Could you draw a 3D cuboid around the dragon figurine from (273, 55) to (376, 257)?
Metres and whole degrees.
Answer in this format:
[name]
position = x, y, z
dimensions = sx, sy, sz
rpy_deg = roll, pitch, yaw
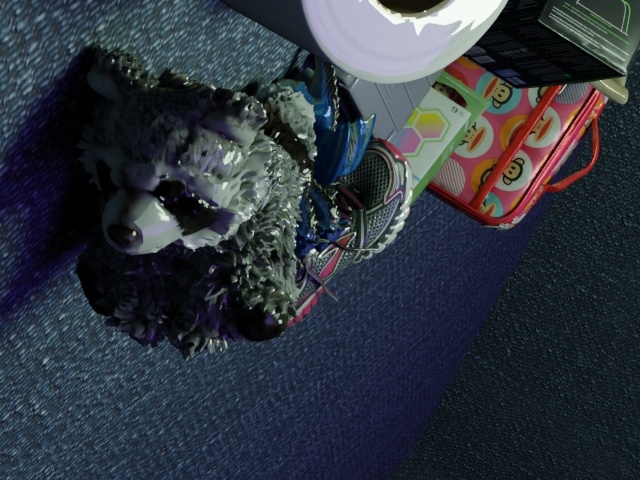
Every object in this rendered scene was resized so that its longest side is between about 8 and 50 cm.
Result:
[dragon figurine]
position = 0.005, -0.114, 1.965
dimensions = 0.289, 0.144, 0.085
rpy_deg = -62, 165, 23

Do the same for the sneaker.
[sneaker]
position = 0.000, 0.000, 2.222
dimensions = 0.299, 0.121, 0.112
rpy_deg = -50, 162, 11

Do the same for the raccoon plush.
[raccoon plush]
position = -0.113, -0.111, 1.670
dimensions = 0.446, 0.216, 0.299
rpy_deg = -84, 178, -51

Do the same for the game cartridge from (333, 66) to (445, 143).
[game cartridge]
position = 0.098, -0.248, 2.160
dimensions = 0.230, 0.068, 0.355
rpy_deg = -59, 167, -5

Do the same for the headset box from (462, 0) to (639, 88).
[headset box]
position = 0.290, -0.332, 2.042
dimensions = 0.246, 0.131, 0.283
rpy_deg = 1, -115, 66

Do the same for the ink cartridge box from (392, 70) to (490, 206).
[ink cartridge box]
position = 0.128, -0.150, 2.372
dimensions = 0.209, 0.109, 0.062
rpy_deg = -51, 166, -18

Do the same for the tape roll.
[tape roll]
position = 0.032, -0.268, 1.450
dimensions = 0.246, 0.169, 0.246
rpy_deg = -19, 125, -30

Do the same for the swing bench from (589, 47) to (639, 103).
[swing bench]
position = 0.412, -0.351, 2.204
dimensions = 0.254, 0.165, 0.253
rpy_deg = -34, -150, 42

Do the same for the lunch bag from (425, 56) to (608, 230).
[lunch bag]
position = 0.264, -0.164, 2.483
dimensions = 0.293, 0.258, 0.120
rpy_deg = -56, 166, 1
